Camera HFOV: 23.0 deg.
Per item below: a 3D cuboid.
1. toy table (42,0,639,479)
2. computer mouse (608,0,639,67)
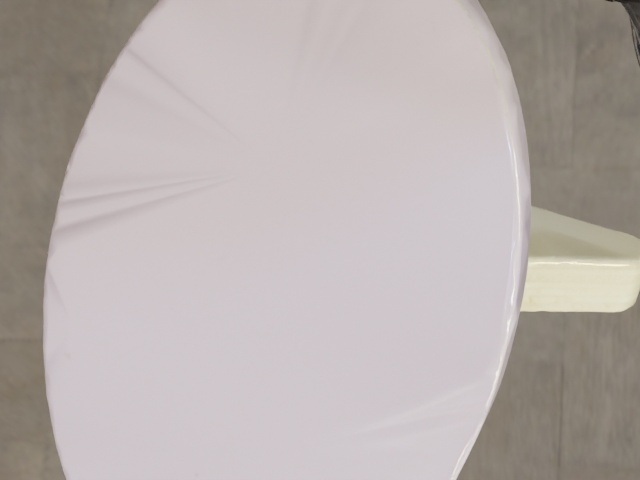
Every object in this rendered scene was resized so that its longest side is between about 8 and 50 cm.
[{"bbox_3d":[0.000,0.000,0.638,0.252,0.161,0.274,28,112,7],"label":"toy table"},{"bbox_3d":[0.163,-0.094,0.343,0.272,0.188,0.072,0,58,48],"label":"computer mouse"}]
